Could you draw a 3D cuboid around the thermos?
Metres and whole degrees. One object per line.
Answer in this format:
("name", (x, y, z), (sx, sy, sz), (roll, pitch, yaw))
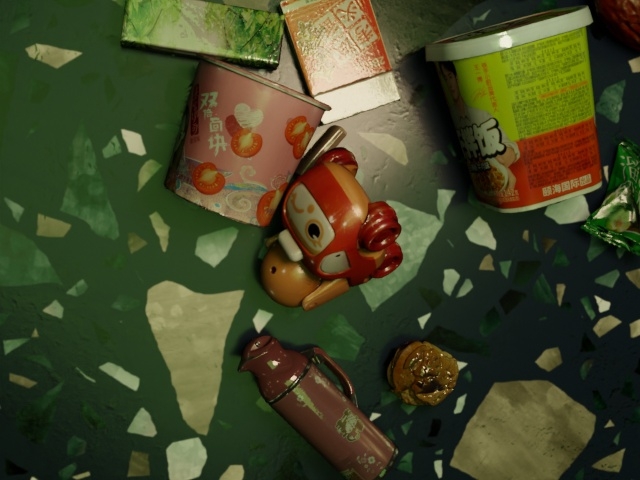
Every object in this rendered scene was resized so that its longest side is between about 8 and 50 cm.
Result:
("thermos", (-0.002, 0.285, 1.708), (0.136, 0.109, 0.330), (-45, 99, -4))

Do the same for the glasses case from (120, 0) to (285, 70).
("glasses case", (-0.202, -0.361, 1.656), (0.272, 0.062, 0.095), (8, 86, -11))

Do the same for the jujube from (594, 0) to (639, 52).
("jujube", (0.626, -0.428, 1.734), (0.290, 0.197, 0.197), (22, 90, -26))

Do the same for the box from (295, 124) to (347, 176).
("box", (-0.001, -0.157, 1.710), (0.025, 0.048, 0.115), (41, 86, -17))

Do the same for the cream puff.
("cream puff", (0.190, 0.243, 1.746), (0.133, 0.104, 0.119), (4, 86, -11))

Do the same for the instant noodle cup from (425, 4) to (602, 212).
("instant noodle cup", (0.352, -0.224, 1.675), (0.294, 0.294, 0.308), (-17, 103, -9))

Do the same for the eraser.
("eraser", (0.035, -0.335, 1.711), (0.157, 0.038, 0.230), (-20, 96, -9))

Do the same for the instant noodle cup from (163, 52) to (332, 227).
("instant noodle cup", (-0.135, -0.163, 1.601), (0.243, 0.243, 0.231), (21, 96, -11))

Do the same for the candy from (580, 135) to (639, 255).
("candy", (0.583, -0.077, 1.808), (0.141, 0.078, 0.203), (35, 75, -21))

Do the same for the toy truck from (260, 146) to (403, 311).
("toy truck", (0.000, 0.000, 1.626), (0.239, 0.265, 0.189), (-29, 62, -8))
